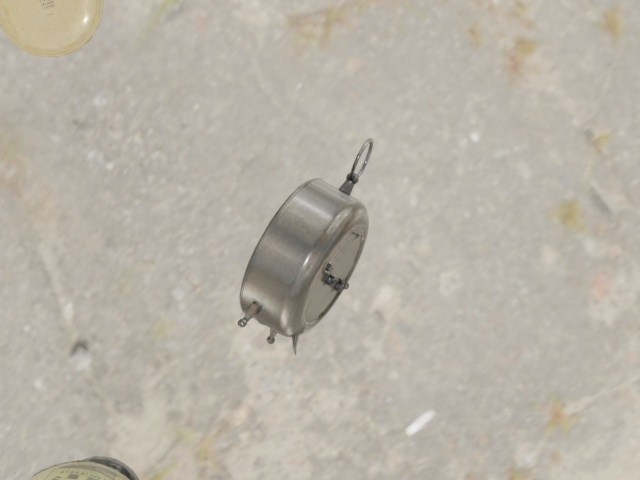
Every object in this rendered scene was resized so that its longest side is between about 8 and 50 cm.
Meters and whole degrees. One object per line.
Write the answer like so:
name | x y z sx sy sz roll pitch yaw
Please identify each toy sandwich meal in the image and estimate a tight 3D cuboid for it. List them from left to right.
toy sandwich meal | -0.197 -0.172 1.095 0.085 0.029 0.086 0 94 -2

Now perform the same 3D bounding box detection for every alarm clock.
alarm clock | 0.000 0.000 1.264 0.064 0.129 0.192 26 86 15

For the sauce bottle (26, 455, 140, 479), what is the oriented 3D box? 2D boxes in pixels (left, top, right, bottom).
sauce bottle | -0.168 0.203 1.003 0.111 0.344 0.111 0 93 -2
